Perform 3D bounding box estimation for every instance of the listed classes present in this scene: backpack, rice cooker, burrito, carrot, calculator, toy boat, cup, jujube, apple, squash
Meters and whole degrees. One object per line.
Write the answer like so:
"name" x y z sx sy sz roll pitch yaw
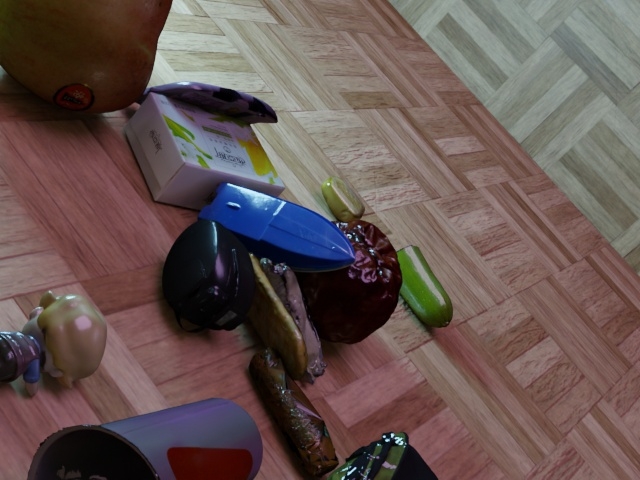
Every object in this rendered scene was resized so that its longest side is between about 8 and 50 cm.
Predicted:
"backpack" 0.102 0.406 1.508 0.207 0.140 0.253 50 29 16
"rice cooker" -0.180 0.060 1.625 0.118 0.142 0.203 36 29 -40
"burrito" -0.047 0.133 1.716 0.058 0.063 0.229 -178 -114 -83
"carrot" -0.046 0.270 1.593 0.069 0.069 0.228 5 43 -51
"calculator" -0.231 -0.272 1.992 0.294 0.194 0.043 11 79 -53
"toy boat" -0.066 -0.008 1.769 0.295 0.088 0.129 19 61 25
"cup" -0.193 0.291 1.240 0.203 0.203 0.288 50 21 12
"jujube" 0.041 0.074 1.851 0.213 0.213 0.232 40 22 -7
"apple" -0.425 -0.395 1.747 0.305 0.338 0.338 16 35 -16
"squash" 0.218 0.111 2.155 0.095 0.095 0.188 -1 55 -54

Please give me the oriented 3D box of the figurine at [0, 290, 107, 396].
"figurine" -0.371 0.144 1.309 0.114 0.108 0.196 43 43 21

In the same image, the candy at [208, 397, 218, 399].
"candy" -0.152 0.285 1.464 0.035 0.035 0.123 42 29 -44

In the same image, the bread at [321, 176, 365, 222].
"bread" 0.044 -0.086 2.228 0.115 0.056 0.082 48 27 -5

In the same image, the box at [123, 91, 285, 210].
"box" -0.220 -0.155 1.912 0.260 0.111 0.194 13 39 -48

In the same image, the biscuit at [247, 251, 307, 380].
"biscuit" -0.090 0.127 1.680 0.029 0.118 0.247 -14 55 -32
